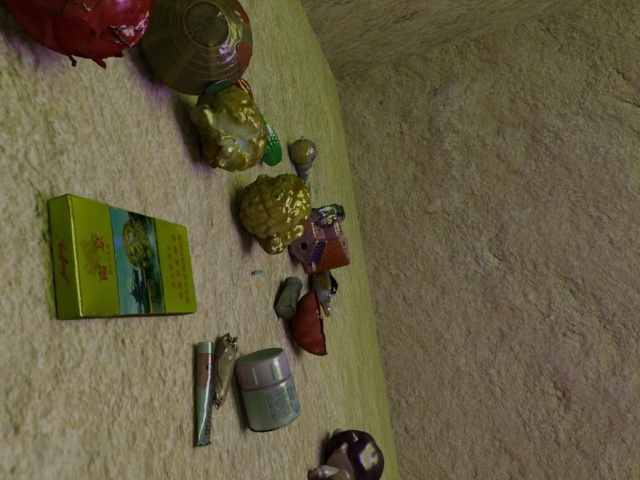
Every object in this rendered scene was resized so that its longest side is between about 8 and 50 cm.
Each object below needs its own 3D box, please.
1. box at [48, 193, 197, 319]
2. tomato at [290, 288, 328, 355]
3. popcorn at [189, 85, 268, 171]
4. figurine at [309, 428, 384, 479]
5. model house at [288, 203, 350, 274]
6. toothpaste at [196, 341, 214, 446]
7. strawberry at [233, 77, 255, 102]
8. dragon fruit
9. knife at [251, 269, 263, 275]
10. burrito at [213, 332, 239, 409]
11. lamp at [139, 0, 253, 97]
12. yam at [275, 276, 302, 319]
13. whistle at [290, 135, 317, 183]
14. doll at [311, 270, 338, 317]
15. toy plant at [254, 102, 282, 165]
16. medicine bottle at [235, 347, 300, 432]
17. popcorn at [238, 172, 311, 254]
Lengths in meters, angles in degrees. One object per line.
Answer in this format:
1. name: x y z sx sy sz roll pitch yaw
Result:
1. box: -0.329 0.042 0.895 0.335 0.047 0.186 23 56 -72
2. tomato: -0.045 0.274 1.686 0.199 0.112 0.227 -111 -167 -76
3. popcorn: -0.231 -0.284 1.289 0.204 0.184 0.221 33 -36 51
4. figurine: 0.063 0.772 1.649 0.365 0.206 0.218 -22 76 -52
5. model house: 0.000 0.000 1.919 0.237 0.203 0.237 -2 79 -76
6. toothpaste: -0.239 0.314 1.046 0.056 0.036 0.205 48 36 -67
7. strawberry: -0.256 -0.498 1.666 0.152 0.048 0.103 63 16 -56
8. dragon fruit: -0.369 -0.403 0.765 0.252 0.241 0.240 71 10 -74
9. knife: -0.187 0.095 1.502 0.091 0.005 0.014 -11 89 -76
10. burrito: -0.216 0.287 1.131 0.188 0.045 0.058 -85 151 -45
11. lamp: -0.285 -0.445 1.154 0.284 0.250 0.250 6 -67 64
12. yam: -0.102 0.181 1.645 0.169 0.069 0.068 -75 150 -62
13. whistle: -0.065 -0.345 2.179 0.122 0.123 0.222 -83 171 -54
14. doll: 0.015 0.160 2.040 0.145 0.103 0.316 -60 -163 28
15. toy plant: -0.197 -0.349 1.682 0.240 0.088 0.154 53 29 -58
16. medicine bottle: -0.129 0.360 1.235 0.135 0.135 0.168 -28 104 -76
17. popcorn: -0.132 -0.073 1.490 0.237 0.206 0.251 82 11 -76
